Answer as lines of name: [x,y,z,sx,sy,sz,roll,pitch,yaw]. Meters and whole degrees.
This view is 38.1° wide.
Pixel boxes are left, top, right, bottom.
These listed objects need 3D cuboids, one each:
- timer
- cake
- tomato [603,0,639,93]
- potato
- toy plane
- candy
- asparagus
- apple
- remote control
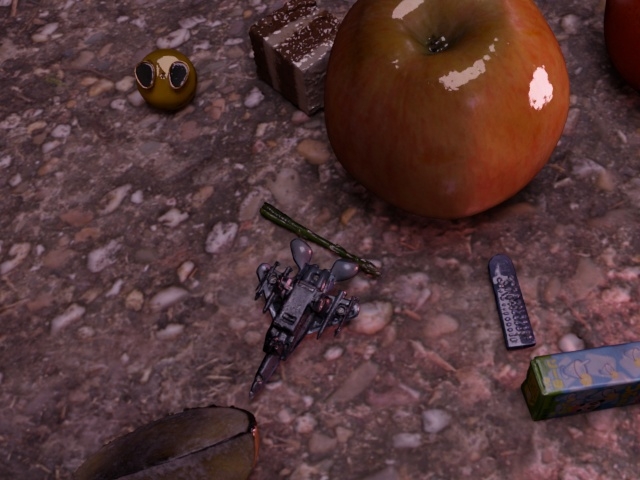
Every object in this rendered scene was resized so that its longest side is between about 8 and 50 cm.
timer: [-0.265,-0.279,1.613,0.107,0.109,0.107,0,88,2]
cake: [-0.025,-0.319,1.593,0.135,0.134,0.147,-37,57,-18]
tomato: [0.628,-0.387,1.539,0.290,0.293,0.325,27,67,34]
potato: [-0.188,0.302,1.247,0.261,0.100,0.120,-19,19,6]
toy plane: [-0.046,0.118,1.348,0.169,0.078,0.246,24,61,15]
candy: [0.384,0.191,1.278,0.195,0.097,0.062,-9,57,-3]
asparagus: [0.000,0.000,1.456,0.233,0.022,0.023,29,19,21]
apple: [0.187,-0.228,1.407,0.392,0.346,0.391,-2,62,5]
remote control: [0.283,0.091,1.388,0.044,0.027,0.152,-4,59,-8]
